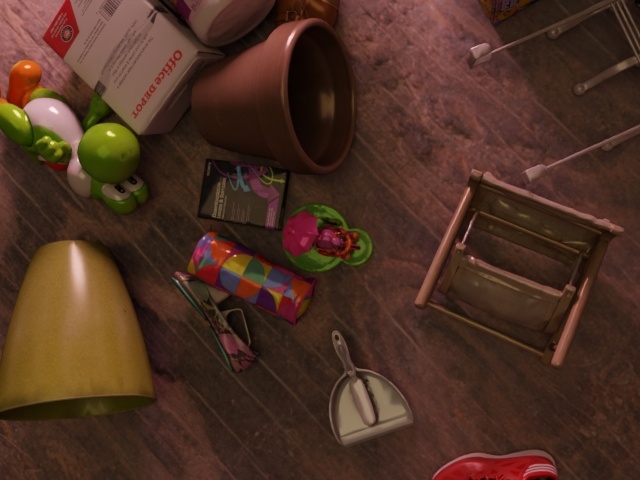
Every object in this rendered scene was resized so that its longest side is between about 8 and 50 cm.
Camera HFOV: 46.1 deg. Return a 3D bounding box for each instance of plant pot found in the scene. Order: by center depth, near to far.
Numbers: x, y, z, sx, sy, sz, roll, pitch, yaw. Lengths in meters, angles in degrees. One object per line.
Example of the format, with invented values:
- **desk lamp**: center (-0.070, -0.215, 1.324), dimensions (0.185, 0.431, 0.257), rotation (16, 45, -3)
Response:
- **plant pot**: center (-0.091, -0.243, 1.312), dimensions (0.229, 0.263, 0.262), rotation (2, 89, 29)
- **plant pot**: center (-0.445, 0.158, 1.358), dimensions (0.275, 0.275, 0.293), rotation (-11, 73, 10)

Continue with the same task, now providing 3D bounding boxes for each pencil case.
- **pencil case**: center (-0.125, 0.064, 1.367), dimensions (0.236, 0.104, 0.104), rotation (27, 94, 9)

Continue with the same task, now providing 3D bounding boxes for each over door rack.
- **over door rack**: center (0.418, -0.254, 1.257), dimensions (0.324, 0.108, 0.239), rotation (-23, 85, -12)

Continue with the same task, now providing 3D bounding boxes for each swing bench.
- **swing bench**: center (0.323, 0.046, 1.260), dimensions (0.253, 0.165, 0.254), rotation (24, 88, 10)

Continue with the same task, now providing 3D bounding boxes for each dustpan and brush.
- **dustpan and brush**: center (0.066, 0.259, 1.349), dimensions (0.147, 0.060, 0.211), rotation (-21, 86, 9)

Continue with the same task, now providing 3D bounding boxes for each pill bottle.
- **pill bottle**: center (-0.225, -0.505, 1.316), dimensions (0.169, 0.169, 0.301), rotation (-37, 83, 7)

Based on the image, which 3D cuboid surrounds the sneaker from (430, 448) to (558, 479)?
- **sneaker**: center (0.292, 0.409, 1.272), dimensions (0.221, 0.128, 0.086), rotation (-19, 85, 8)

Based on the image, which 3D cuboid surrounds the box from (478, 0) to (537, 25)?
- **box**: center (0.343, -0.573, 1.256), dimensions (0.279, 0.177, 0.289), rotation (-30, 84, 9)

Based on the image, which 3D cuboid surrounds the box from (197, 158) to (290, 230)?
- **box**: center (-0.145, -0.087, 1.408), dimensions (0.162, 0.029, 0.116), rotation (8, 91, 11)

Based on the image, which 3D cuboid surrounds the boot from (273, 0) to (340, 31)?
- **boot**: center (-0.066, -0.426, 1.380), dimensions (0.197, 0.073, 0.152), rotation (20, 97, 12)

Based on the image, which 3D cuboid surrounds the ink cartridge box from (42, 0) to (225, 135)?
- **ink cartridge box**: center (-0.341, -0.354, 1.381), dimensions (0.273, 0.114, 0.197), rotation (45, 112, 9)

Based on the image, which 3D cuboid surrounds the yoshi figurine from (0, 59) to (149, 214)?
- **yoshi figurine**: center (-0.458, -0.203, 1.387), dimensions (0.362, 0.203, 0.203), rotation (38, 89, 6)

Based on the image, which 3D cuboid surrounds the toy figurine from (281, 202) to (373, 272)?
- **toy figurine**: center (0.000, 0.000, 1.315), dimensions (0.173, 0.159, 0.130), rotation (15, 92, 9)

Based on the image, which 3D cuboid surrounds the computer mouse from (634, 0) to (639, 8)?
- **computer mouse**: center (0.647, -0.324, 1.232), dimensions (0.189, 0.072, 0.272), rotation (-19, 89, -10)

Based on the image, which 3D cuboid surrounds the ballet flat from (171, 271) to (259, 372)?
- **ballet flat**: center (-0.187, 0.139, 1.397), dimensions (0.079, 0.077, 0.221), rotation (-33, 88, -10)
